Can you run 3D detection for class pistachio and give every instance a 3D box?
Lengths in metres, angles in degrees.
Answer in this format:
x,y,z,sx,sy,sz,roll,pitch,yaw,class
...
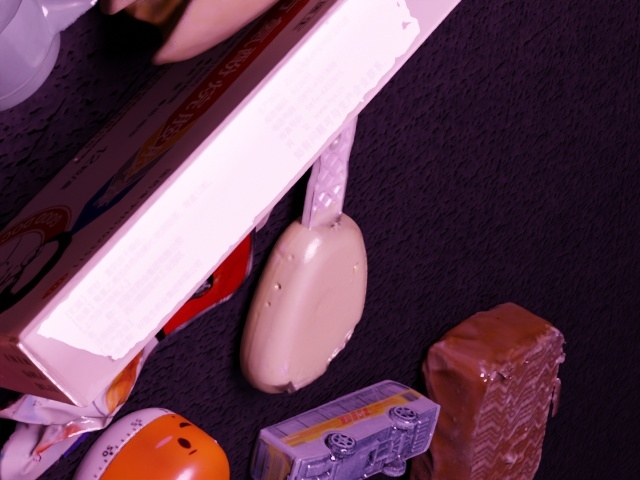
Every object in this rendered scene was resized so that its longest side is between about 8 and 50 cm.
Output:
x,y,z,sx,sy,sz,roll,pitch,yaw,class
-0.049,-0.210,1.195,0.226,0.136,0.136,-50,149,-7,pistachio

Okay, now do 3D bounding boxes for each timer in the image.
x,y,z,sx,sy,sz,roll,pitch,yaw,class
-0.123,0.201,1.442,0.099,0.136,0.136,22,98,-54,timer

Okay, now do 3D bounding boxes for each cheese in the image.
x,y,z,sx,sy,sz,roll,pitch,yaw,class
0.000,0.000,1.513,0.127,0.050,0.255,-23,135,-45,cheese

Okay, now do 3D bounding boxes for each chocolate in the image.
x,y,z,sx,sy,sz,roll,pitch,yaw,class
0.156,0.175,1.856,0.148,0.093,0.214,-24,134,-43,chocolate

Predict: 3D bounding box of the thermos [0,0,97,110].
x,y,z,sx,sy,sz,roll,pitch,yaw,class
-0.237,-0.154,0.953,0.182,0.145,0.286,-25,148,5,thermos

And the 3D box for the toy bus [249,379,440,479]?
x,y,z,sx,sy,sz,roll,pitch,yaw,class
0.023,0.180,1.680,0.190,0.075,0.064,-18,129,-47,toy bus

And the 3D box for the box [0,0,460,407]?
x,y,z,sx,sy,sz,roll,pitch,yaw,class
-0.087,-0.048,1.192,0.069,0.214,0.353,47,71,-20,box

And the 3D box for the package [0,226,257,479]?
x,y,z,sx,sy,sz,roll,pitch,yaw,class
-0.140,0.060,1.341,0.269,0.071,0.194,-51,170,-29,package

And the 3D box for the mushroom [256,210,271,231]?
x,y,z,sx,sy,sz,roll,pitch,yaw,class
-0.073,-0.009,1.429,0.101,0.019,0.049,-32,142,-35,mushroom
